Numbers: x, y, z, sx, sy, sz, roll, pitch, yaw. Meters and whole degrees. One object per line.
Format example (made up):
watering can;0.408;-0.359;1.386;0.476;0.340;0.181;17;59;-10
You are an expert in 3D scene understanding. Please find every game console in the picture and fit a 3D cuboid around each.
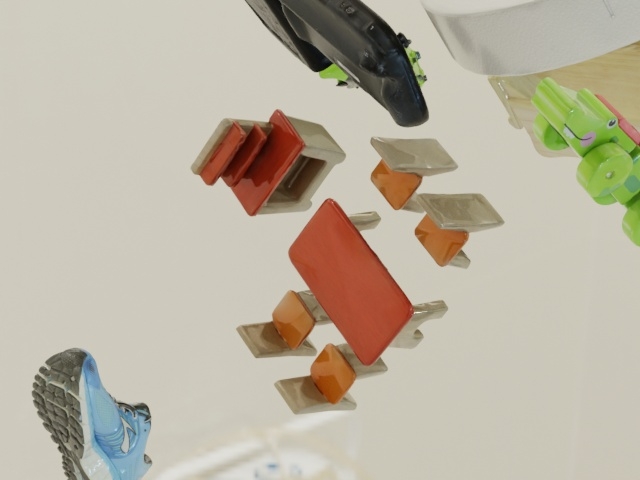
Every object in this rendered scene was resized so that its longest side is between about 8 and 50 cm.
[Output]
game console;-0.013;-0.194;1.321;0.044;0.213;0.361;-40;44;-2

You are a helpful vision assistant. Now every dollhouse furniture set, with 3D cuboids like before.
dollhouse furniture set;0.000;0.000;1.534;0.135;0.262;0.259;0;45;-47

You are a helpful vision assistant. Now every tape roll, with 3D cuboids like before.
tape roll;0.269;-0.287;1.443;0.392;0.072;0.392;-27;25;14

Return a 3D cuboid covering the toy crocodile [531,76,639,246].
toy crocodile;0.347;-0.094;1.878;0.340;0.105;0.115;39;12;-46

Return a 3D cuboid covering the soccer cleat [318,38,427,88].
soccer cleat;0.056;-0.187;1.729;0.072;0.060;0.179;-20;-11;25

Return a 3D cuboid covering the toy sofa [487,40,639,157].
toy sofa;0.436;-0.208;2.279;0.363;0.177;0.150;14;63;44

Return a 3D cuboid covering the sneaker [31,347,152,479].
sneaker;-0.168;0.136;1.234;0.063;0.162;0.073;31;56;34
